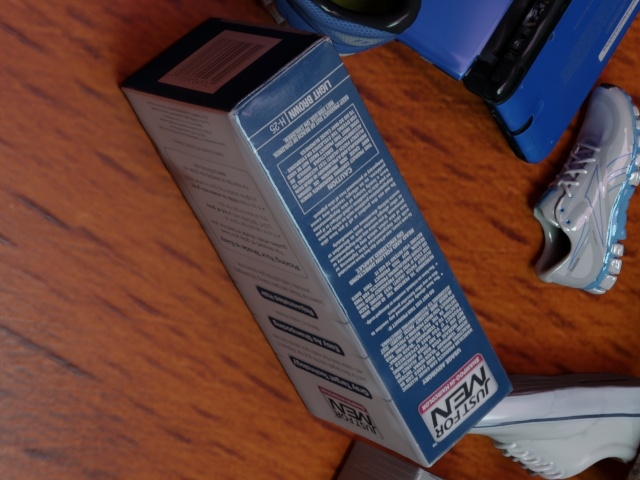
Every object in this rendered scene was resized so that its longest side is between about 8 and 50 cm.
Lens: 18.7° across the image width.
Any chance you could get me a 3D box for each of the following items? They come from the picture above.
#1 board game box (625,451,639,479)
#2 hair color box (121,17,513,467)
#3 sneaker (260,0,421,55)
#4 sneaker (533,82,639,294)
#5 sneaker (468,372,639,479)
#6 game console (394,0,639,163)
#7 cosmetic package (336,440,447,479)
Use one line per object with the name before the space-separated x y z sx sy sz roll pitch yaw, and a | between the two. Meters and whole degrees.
board game box | 0.453 0.276 1.757 0.291 0.232 0.141 48 57 -22
hair color box | 0.000 0.000 1.523 0.105 0.174 0.347 -39 119 -20
sneaker | -0.041 -0.268 1.442 0.330 0.147 0.130 40 79 -22
sneaker | 0.232 -0.045 1.724 0.083 0.071 0.190 3 100 -27
sneaker | 0.200 0.169 1.737 0.258 0.094 0.091 2 95 -33
game console | 0.167 -0.255 1.658 0.293 0.173 0.250 -57 154 -7
cosmetic package | 0.045 0.308 1.668 0.127 0.107 0.238 29 82 -36
